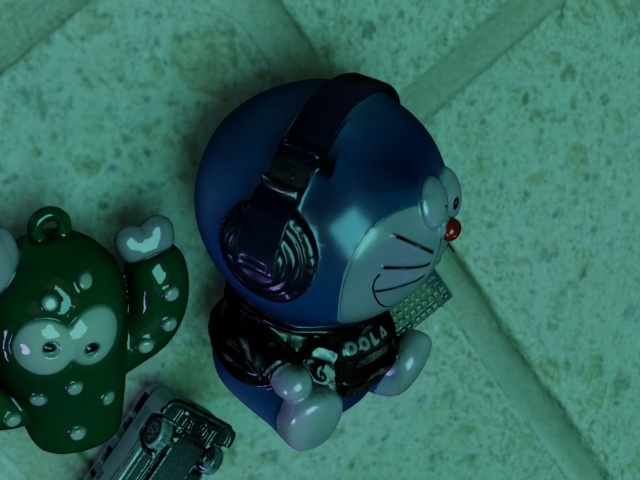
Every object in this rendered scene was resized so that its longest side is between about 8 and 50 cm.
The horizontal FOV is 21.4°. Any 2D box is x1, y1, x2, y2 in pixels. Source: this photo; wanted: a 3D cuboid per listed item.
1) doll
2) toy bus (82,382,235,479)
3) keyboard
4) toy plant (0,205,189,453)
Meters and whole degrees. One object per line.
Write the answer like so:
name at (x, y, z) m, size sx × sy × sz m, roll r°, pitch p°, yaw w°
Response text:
doll at (0.000, 0.000, 1.521) m, size 0.284 × 0.240 × 0.310 m, roll -43°, pitch 152°, yaw -54°
toy bus at (-0.173, 0.229, 1.610) m, size 0.087 × 0.089 × 0.194 m, roll 31°, pitch 95°, yaw -34°
keyboard at (0.054, 0.092, 1.710) m, size 0.176 × 0.014 × 0.055 m, roll -39°, pitch 119°, yaw -7°
toy plant at (-0.235, 0.076, 1.502) m, size 0.232 × 0.112 × 0.243 m, roll 9°, pitch 112°, yaw -34°
